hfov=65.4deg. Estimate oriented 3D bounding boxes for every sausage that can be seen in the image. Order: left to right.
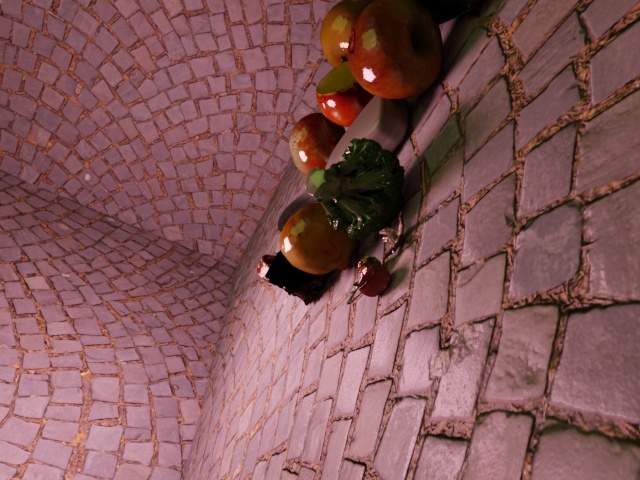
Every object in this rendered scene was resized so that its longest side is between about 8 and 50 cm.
[{"bbox_3d":[0.130,0.096,1.175,0.094,0.054,0.059,-52,19,43],"label":"sausage"}]

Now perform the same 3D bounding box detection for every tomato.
[{"bbox_3d":[-0.014,-0.376,2.016,0.223,0.270,0.270,-22,39,31],"label":"tomato"}]

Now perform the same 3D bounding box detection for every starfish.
[{"bbox_3d":[0.182,-0.012,1.186,0.133,0.041,0.130,-95,23,-51],"label":"starfish"}]

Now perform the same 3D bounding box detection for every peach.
[{"bbox_3d":[0.119,-0.541,1.866,0.248,0.245,0.274,-52,18,22],"label":"peach"}]

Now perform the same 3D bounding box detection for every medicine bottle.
[{"bbox_3d":[0.141,-0.307,1.631,0.375,0.123,0.282,-47,22,39],"label":"medicine bottle"}]

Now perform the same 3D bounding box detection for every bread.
[{"bbox_3d":[-0.187,0.125,2.105,0.160,0.161,0.073,-100,32,-66],"label":"bread"}]

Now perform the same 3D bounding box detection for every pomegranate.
[{"bbox_3d":[-0.004,-0.006,1.483,0.233,0.233,0.233,-59,16,27],"label":"pomegranate"}]

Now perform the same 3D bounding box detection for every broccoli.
[{"bbox_3d":[0.085,-0.138,1.303,0.270,0.270,0.269,-12,75,49],"label":"broccoli"}]

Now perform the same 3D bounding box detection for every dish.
[{"bbox_3d":[-0.006,-0.069,1.812,0.273,0.133,0.273,-24,34,17],"label":"dish"}]

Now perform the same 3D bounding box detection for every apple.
[{"bbox_3d":[0.206,-0.546,1.448,0.250,0.277,0.309,-13,48,49],"label":"apple"}]

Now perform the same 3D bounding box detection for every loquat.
[{"bbox_3d":[0.165,-0.829,1.999,0.328,0.329,0.359,153,133,-69],"label":"loquat"}]

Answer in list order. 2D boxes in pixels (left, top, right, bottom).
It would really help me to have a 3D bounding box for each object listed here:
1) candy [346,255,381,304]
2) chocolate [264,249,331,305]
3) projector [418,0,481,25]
[{"bbox_3d":[0.103,0.111,1.287,0.201,0.061,0.060,116,169,-46],"label":"candy"},{"bbox_3d":[-0.043,0.133,1.666,0.224,0.206,0.177,-67,-34,-48],"label":"chocolate"},{"bbox_3d":[0.388,-0.858,1.415,0.405,0.242,0.395,-62,12,9],"label":"projector"}]
